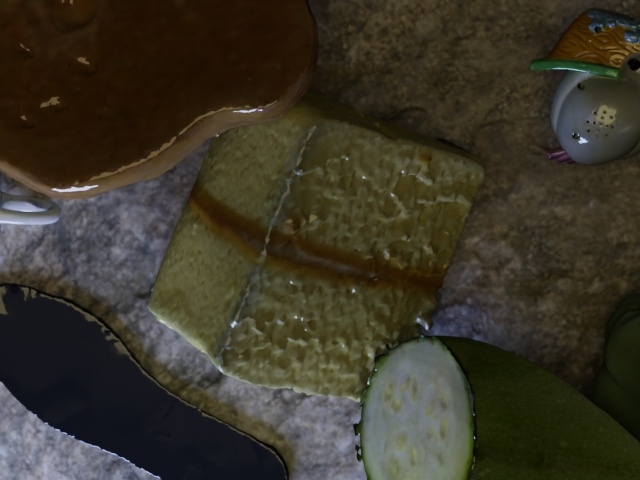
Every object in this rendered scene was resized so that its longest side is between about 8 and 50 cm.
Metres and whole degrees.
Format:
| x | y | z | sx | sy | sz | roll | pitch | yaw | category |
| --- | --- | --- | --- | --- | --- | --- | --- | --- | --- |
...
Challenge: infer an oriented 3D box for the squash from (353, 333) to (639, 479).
| x | y | z | sx | sy | sz | roll | pitch | yaw | category |
| --- | --- | --- | --- | --- | --- | --- | --- | --- | --- |
| 0.185 | 0.185 | 1.828 | 0.260 | 0.189 | 0.189 | 6 | 104 | -33 | squash |

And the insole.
| x | y | z | sx | sy | sz | roll | pitch | yaw | category |
| --- | --- | --- | --- | --- | --- | --- | --- | --- | --- |
| -0.184 | 0.158 | 1.910 | 0.348 | 0.009 | 0.119 | 32 | 102 | -3 | insole |

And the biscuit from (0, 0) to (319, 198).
| x | y | z | sx | sy | sz | roll | pitch | yaw | category |
| --- | --- | --- | --- | --- | --- | --- | --- | --- | --- |
| -0.194 | -0.233 | 1.751 | 0.365 | 0.062 | 0.385 | -22 | 74 | 3 | biscuit |

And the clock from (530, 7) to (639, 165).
| x | y | z | sx | sy | sz | roll | pitch | yaw | category |
| --- | --- | --- | --- | --- | --- | --- | --- | --- | --- |
| 0.297 | -0.121 | 1.780 | 0.231 | 0.103 | 0.144 | 15 | 103 | 3 | clock |

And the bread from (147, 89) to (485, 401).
| x | y | z | sx | sy | sz | roll | pitch | yaw | category |
| --- | --- | --- | --- | --- | --- | --- | --- | --- | --- |
| 0.000 | 0.000 | 1.837 | 0.236 | 0.198 | 0.263 | 14 | 105 | -34 | bread |

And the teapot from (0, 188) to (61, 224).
| x | y | z | sx | sy | sz | roll | pitch | yaw | category |
| --- | --- | --- | --- | --- | --- | --- | --- | --- | --- |
| -0.364 | -0.035 | 1.844 | 0.245 | 0.116 | 0.159 | 12 | 90 | -5 | teapot |

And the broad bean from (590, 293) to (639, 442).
| x | y | z | sx | sy | sz | roll | pitch | yaw | category |
| --- | --- | --- | --- | --- | --- | --- | --- | --- | --- |
| 0.334 | 0.148 | 1.838 | 0.169 | 0.100 | 0.228 | 2 | 112 | 9 | broad bean |
